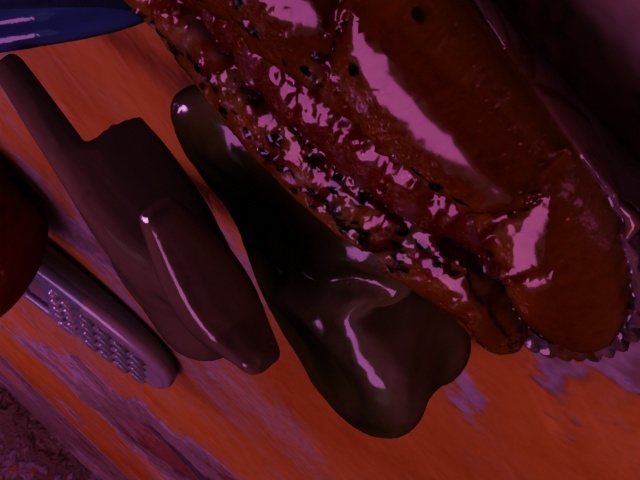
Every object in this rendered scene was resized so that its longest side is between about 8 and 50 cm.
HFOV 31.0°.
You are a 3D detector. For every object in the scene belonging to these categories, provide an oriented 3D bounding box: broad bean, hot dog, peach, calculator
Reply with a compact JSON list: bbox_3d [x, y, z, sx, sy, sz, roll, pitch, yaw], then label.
[{"bbox_3d":[-0.002,0.002,0.586,0.153,0.072,0.207,1,125,60],"label":"broad bean"},{"bbox_3d":[0.013,-0.059,0.397,0.268,0.075,0.144,45,163,-2],"label":"hot dog"},{"bbox_3d":[-0.352,-0.025,1.080,0.190,0.226,0.196,15,130,-23],"label":"peach"},{"bbox_3d":[-0.272,0.060,1.238,0.295,0.042,0.184,37,160,5],"label":"calculator"}]

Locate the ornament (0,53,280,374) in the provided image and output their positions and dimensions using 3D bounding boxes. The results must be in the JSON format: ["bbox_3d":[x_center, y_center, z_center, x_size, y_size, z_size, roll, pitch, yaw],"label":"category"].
[{"bbox_3d":[-0.085,-0.002,0.617,0.245,0.061,0.230,50,170,23],"label":"ornament"}]

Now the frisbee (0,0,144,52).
[{"bbox_3d":[-0.212,-0.106,0.499,0.289,0.289,0.049,6,104,59],"label":"frisbee"}]
